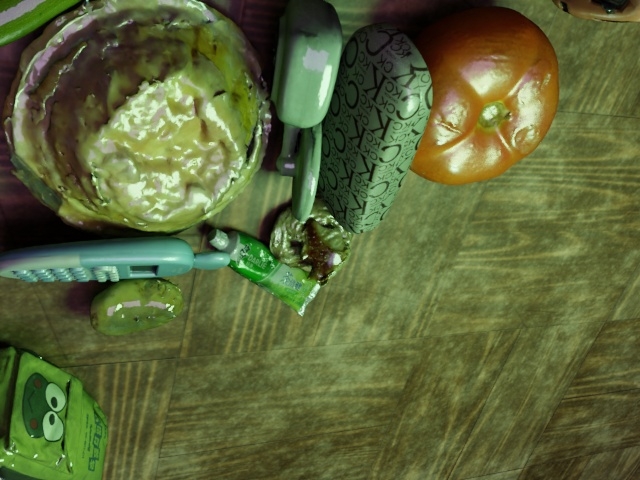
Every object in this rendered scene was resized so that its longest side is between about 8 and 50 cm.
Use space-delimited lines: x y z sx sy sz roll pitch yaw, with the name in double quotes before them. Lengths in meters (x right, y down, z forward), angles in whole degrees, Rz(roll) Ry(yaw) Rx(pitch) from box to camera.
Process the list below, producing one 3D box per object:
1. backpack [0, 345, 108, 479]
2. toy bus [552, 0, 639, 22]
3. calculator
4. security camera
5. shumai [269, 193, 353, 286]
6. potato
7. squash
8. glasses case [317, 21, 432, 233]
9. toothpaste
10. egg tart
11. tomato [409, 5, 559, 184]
"backpack" -0.423 0.280 1.091 0.140 0.207 0.253 -19 144 16
"toy bus" 0.459 -0.482 0.934 0.203 0.233 0.426 -10 128 -21
"calculator" -0.275 0.028 0.998 0.303 0.042 0.188 -4 171 -15
"security camera" -0.031 -0.165 0.985 0.080 0.157 0.301 3 125 -9
"shumai" 0.003 -0.007 1.163 0.139 0.105 0.123 -37 132 -37
"potato" -0.275 0.096 1.108 0.138 0.070 0.091 -6 133 -21
"squash" -0.312 -0.273 0.812 0.258 0.069 0.069 -31 132 -2
"glasses case" 0.061 -0.136 0.994 0.085 0.137 0.354 -22 156 -22
"toothpaste" -0.087 0.045 1.185 0.248 0.047 0.078 36 86 -42
"egg tart" -0.206 -0.128 0.918 0.352 0.150 0.351 -18 130 -23
"tomato" 0.205 -0.205 1.050 0.260 0.180 0.259 -13 127 -18
